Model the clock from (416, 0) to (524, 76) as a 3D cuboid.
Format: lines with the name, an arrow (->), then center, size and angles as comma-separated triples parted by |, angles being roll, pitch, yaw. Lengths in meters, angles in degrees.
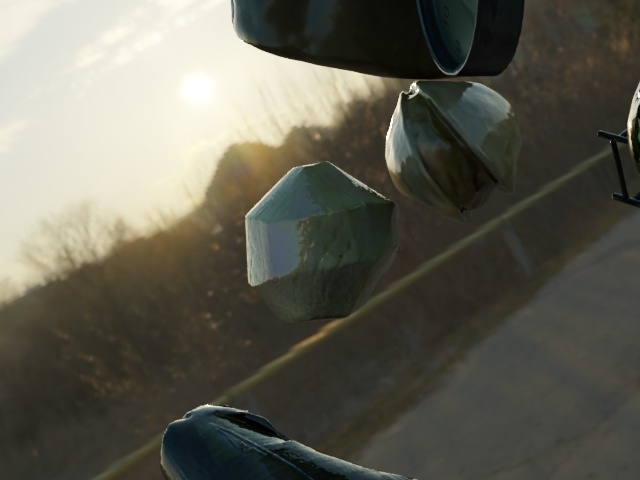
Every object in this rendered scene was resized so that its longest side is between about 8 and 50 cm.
clock -> 0.192, -0.377, 1.665 | 0.066, 0.318, 0.319 | -8, -3, -9

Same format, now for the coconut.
coconut -> 0.000, 0.000, 1.939 | 0.259, 0.259, 0.259 | -27, 0, 0

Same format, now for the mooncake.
mooncake -> 0.070, -0.435, 2.095 | 0.467, 0.262, 0.467 | 6, 17, -2

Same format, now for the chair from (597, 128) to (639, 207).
chair -> 0.594, -0.119, 1.965 | 0.141, 0.154, 0.260 | -35, 33, -22

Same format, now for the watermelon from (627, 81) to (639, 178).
watermelon -> 0.538, -0.148, 1.579 | 0.285, 0.285, 0.285 | -27, 0, 0

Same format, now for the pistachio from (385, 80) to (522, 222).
pistachio -> 0.212, -0.148, 1.984 | 0.229, 0.238, 0.321 | -39, 14, 12

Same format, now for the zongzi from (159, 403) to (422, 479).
zongzi -> -0.011, 0.386, 2.023 | 0.432, 0.403, 0.207 | -19, -48, -28
